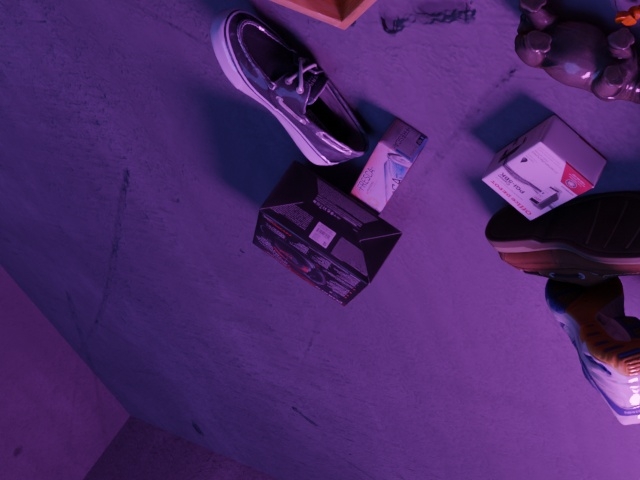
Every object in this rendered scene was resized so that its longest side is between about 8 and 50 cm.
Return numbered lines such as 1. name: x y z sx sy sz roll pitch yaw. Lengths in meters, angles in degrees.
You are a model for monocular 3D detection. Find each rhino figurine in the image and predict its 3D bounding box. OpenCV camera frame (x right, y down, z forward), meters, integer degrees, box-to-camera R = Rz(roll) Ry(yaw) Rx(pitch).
1. rhino figurine: 0.325 -0.196 0.974 0.243 0.073 0.106 29 -177 9

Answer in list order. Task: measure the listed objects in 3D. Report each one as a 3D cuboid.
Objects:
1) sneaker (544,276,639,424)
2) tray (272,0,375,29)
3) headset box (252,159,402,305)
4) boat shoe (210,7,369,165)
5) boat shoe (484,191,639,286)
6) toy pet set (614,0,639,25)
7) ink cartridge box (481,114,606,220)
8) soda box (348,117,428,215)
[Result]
1. sneaker: 0.389 0.142 1.212 0.111 0.296 0.131 -11 113 9
2. tray: 0.043 -0.383 0.922 0.202 0.076 0.411 15 159 -24
3. headset box: 0.000 0.000 1.519 0.218 0.110 0.293 34 166 2
4. boat shoe: -0.036 -0.227 1.277 0.102 0.108 0.301 -3 136 48
5. boat shoe: 0.380 0.005 1.206 0.307 0.111 0.104 9 147 54
6. toy pet set: 0.334 -0.283 0.886 0.114 0.065 0.122 5 161 -20
7. ink cartridge box: 0.301 -0.095 1.174 0.099 0.056 0.135 38 150 -8
8. soda box: 0.102 -0.110 1.355 0.063 0.058 0.183 33 151 3
